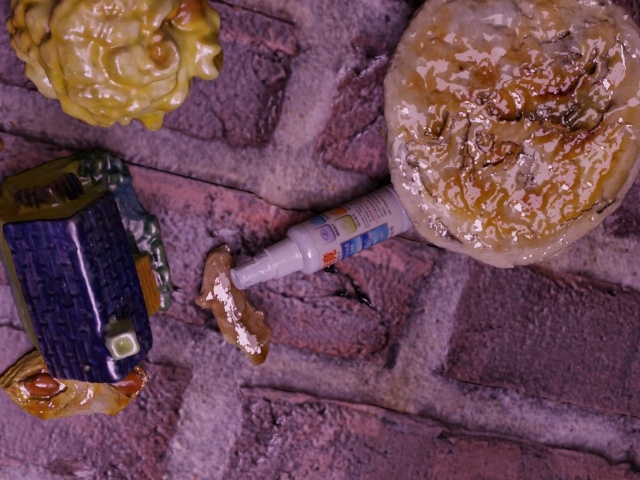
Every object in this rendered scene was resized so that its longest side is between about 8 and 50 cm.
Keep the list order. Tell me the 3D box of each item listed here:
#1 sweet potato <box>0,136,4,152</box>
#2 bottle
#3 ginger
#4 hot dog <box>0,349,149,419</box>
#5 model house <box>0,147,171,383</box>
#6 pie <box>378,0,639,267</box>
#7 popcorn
[{"bbox_3d":[-0.425,-0.072,1.843,0.218,0.051,0.065,-19,113,-16],"label":"sweet potato"},{"bbox_3d":[0.000,0.000,2.022,0.217,0.060,0.060,-23,112,-21],"label":"bottle"},{"bbox_3d":[-0.097,0.074,2.024,0.057,0.044,0.137,-20,108,16],"label":"ginger"},{"bbox_3d":[-0.260,0.154,1.967,0.169,0.061,0.078,-3,104,-21],"label":"hot dog"},{"bbox_3d":[-0.229,0.025,1.864,0.170,0.211,0.194,-17,109,-15],"label":"model house"},{"bbox_3d":[0.214,-0.134,1.997,0.339,0.077,0.339,-2,99,-12],"label":"pie"},{"bbox_3d":[-0.195,-0.219,1.824,0.217,0.181,0.235,-45,124,-7],"label":"popcorn"}]
